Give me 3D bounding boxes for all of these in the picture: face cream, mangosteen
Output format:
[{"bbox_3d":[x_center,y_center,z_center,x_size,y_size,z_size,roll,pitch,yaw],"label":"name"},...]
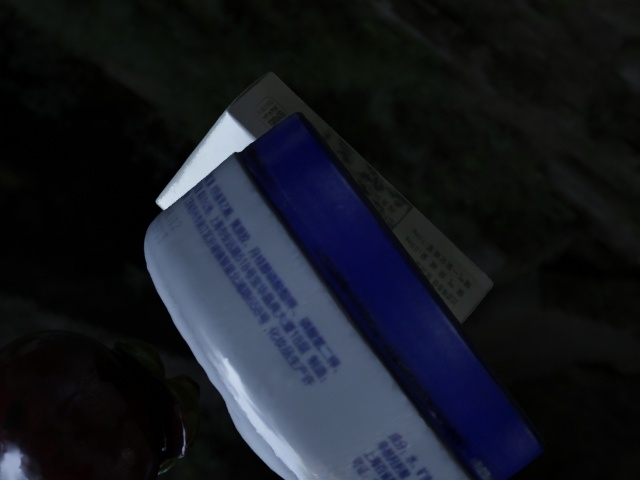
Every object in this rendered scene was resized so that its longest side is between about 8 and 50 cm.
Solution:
[{"bbox_3d":[0.008,0.048,0.892,0.206,0.111,0.206,55,-176,-5],"label":"face cream"},{"bbox_3d":[-0.185,0.148,1.476,0.200,0.200,0.200,36,-173,-5],"label":"mangosteen"}]

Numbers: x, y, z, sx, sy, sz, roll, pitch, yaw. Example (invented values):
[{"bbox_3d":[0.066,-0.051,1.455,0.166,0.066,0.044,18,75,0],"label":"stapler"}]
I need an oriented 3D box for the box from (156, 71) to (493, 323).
[{"bbox_3d":[0.000,0.000,1.545,0.256,0.069,0.164,43,143,0],"label":"box"}]
